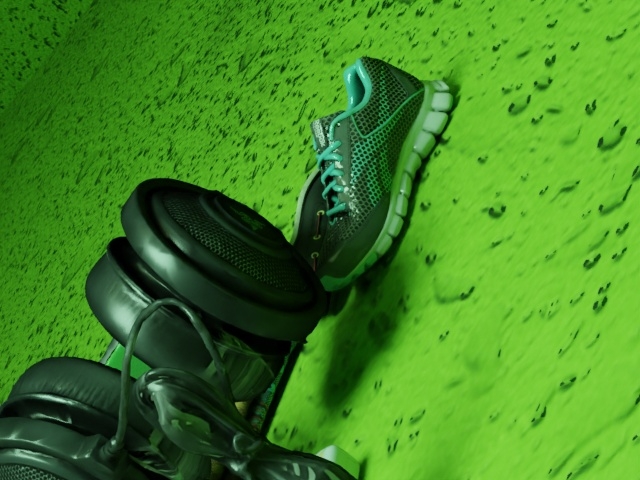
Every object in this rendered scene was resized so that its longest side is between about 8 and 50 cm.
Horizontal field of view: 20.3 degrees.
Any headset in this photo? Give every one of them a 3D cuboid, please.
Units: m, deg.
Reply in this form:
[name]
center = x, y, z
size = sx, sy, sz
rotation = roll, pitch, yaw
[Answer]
[headset]
center = -0.076, 0.095, 1.012
size = 0.243, 0.185, 0.394
rotation = -58, 4, -7

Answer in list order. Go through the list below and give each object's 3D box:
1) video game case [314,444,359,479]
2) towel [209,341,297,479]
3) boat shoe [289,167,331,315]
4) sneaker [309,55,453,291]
[video game case]
center = -0.068, 0.236, 0.925
size = 0.206, 0.026, 0.227
rotation = -37, 25, 32
[towel]
center = -0.147, 0.207, 1.253
size = 0.370, 0.040, 0.271
rotation = -29, 34, 56
[boat shoe]
center = 0.000, 0.001, 1.175
size = 0.133, 0.042, 0.049
rotation = -71, -23, -45
[sneaker]
center = 0.021, -0.046, 1.131
size = 0.065, 0.076, 0.166
rotation = -34, 29, 57
